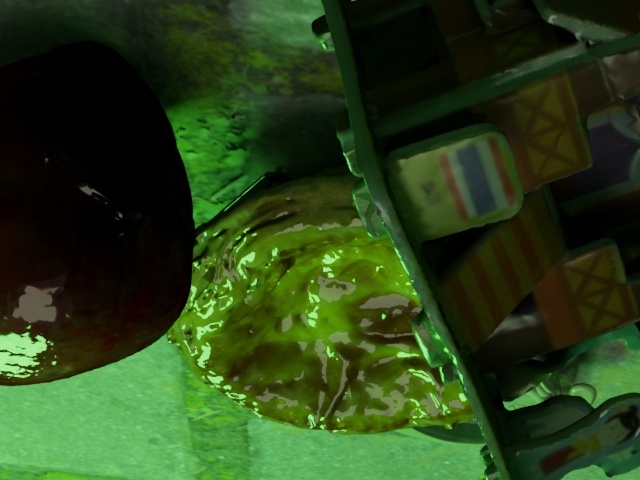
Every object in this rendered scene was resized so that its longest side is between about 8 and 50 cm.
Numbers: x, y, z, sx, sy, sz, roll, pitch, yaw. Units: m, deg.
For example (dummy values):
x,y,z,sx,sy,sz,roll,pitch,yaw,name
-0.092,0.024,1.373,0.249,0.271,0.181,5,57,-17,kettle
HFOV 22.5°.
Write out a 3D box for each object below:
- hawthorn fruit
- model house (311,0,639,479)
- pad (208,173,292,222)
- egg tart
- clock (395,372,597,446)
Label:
x,y,z,sx,sy,sz,roll,pitch,yaw,name
-0.202,-0.007,1.051,0.249,0.215,0.215,-13,143,21,hawthorn fruit
0.195,-0.011,0.889,0.312,0.242,0.358,-18,125,8,model house
0.000,0.000,1.226,0.157,0.003,0.112,23,144,-23,pad
0.032,0.031,1.155,0.294,0.116,0.295,3,138,3,egg tart
0.124,0.117,1.329,0.191,0.062,0.151,20,145,-20,clock
